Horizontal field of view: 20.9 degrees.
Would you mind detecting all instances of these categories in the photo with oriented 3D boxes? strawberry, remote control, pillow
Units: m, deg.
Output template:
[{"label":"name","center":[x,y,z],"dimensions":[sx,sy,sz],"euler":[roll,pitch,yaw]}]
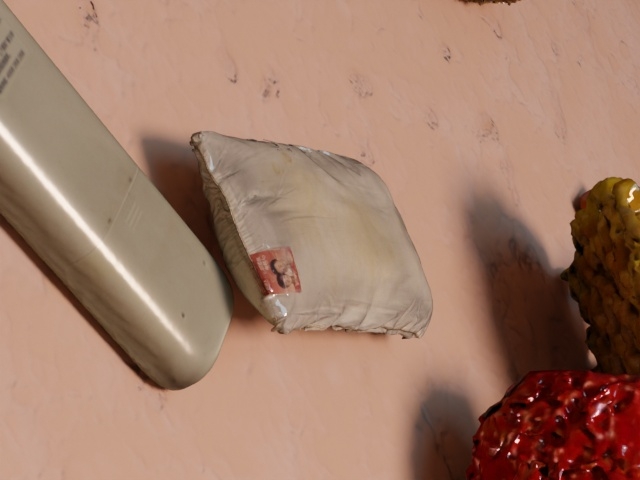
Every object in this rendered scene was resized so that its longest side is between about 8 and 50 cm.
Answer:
[{"label":"strawberry","center":[0.168,0.187,1.103],"dimensions":[0.184,0.187,0.201],"euler":[25,45,7]},{"label":"remote control","center":[-0.142,-0.048,0.888],"dimensions":[0.309,0.038,0.090],"euler":[52,35,-28]},{"label":"pillow","center":[0.000,0.000,1.050],"dimensions":[0.229,0.051,0.128],"euler":[6,57,-63]}]

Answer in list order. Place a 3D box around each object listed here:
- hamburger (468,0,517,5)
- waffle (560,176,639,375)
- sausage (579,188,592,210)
[{"label":"hamburger","center":[0.158,-0.252,1.349],"dimensions":[0.185,0.177,0.113],"euler":[-12,80,-15]},{"label":"waffle","center":[0.234,0.081,1.258],"dimensions":[0.254,0.052,0.245],"euler":[88,-13,-67]},{"label":"sausage","center":[0.258,0.016,1.452],"dimensions":[0.131,0.039,0.041],"euler":[65,27,-8]}]
